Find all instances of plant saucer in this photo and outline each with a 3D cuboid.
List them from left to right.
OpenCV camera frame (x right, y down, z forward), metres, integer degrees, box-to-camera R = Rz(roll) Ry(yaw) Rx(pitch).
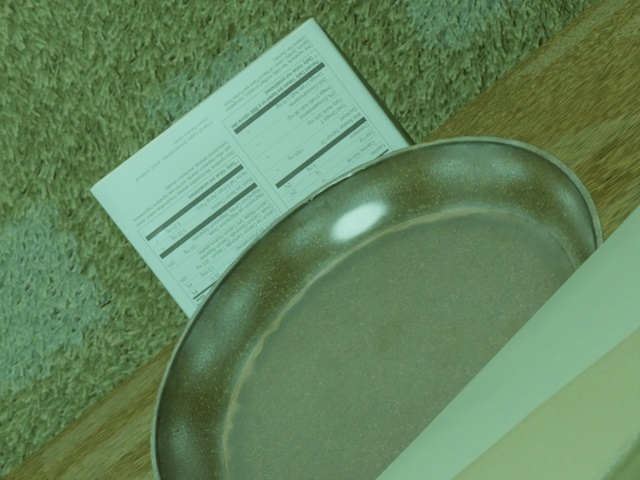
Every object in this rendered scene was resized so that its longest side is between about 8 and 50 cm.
[{"bbox_3d":[0.037,0.067,0.956,0.310,0.050,0.311,-25,38,22],"label":"plant saucer"}]

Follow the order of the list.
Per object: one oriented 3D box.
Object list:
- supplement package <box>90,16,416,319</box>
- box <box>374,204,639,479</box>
[{"bbox_3d":[0.000,0.000,1.177,0.198,0.263,0.199,-37,4,5],"label":"supplement package"},{"bbox_3d":[0.119,0.073,0.423,0.311,0.148,0.121,-43,8,-32],"label":"box"}]
